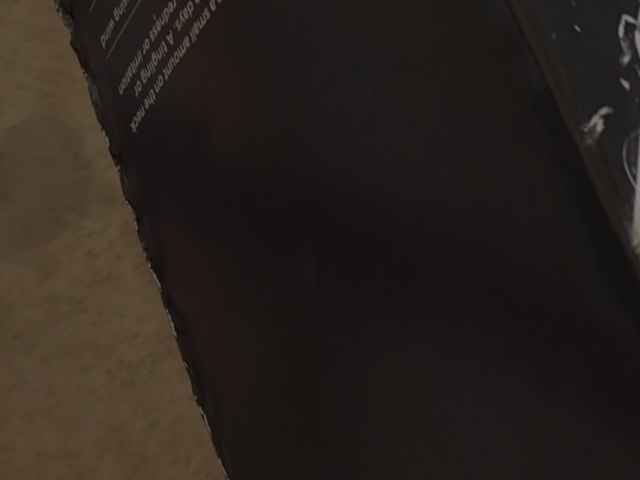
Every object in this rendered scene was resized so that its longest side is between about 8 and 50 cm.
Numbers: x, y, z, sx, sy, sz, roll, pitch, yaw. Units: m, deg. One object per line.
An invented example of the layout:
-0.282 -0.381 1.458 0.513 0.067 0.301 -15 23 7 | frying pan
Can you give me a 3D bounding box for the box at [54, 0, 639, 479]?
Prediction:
0.135 -0.022 0.519 0.179 0.343 0.312 -43 62 48 | box
